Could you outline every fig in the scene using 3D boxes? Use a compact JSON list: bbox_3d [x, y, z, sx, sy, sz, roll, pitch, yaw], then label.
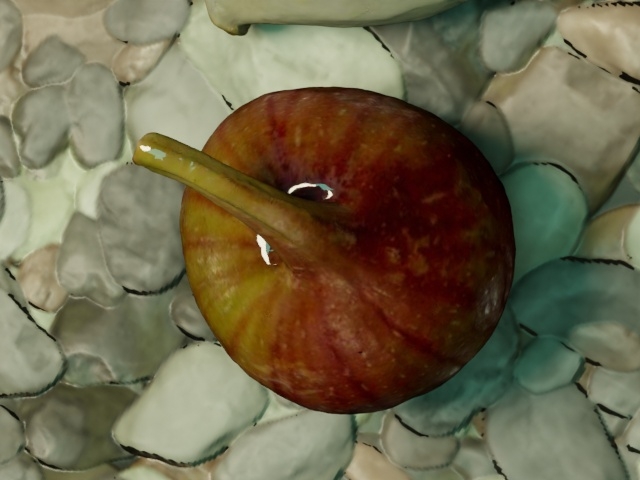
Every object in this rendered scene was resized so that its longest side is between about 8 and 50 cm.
[{"bbox_3d":[0.007,0.003,0.930,0.175,0.207,0.175,0,88,6],"label":"fig"}]

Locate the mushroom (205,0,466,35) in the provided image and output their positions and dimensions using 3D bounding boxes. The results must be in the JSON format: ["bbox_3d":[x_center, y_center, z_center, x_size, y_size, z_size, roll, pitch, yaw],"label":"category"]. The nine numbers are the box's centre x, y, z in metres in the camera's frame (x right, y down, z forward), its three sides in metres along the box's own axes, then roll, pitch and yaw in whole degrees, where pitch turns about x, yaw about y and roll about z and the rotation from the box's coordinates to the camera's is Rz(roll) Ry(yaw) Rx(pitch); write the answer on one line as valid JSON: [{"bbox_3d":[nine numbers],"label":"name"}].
[{"bbox_3d":[0.095,-0.187,0.945,0.351,0.097,0.109,-25,91,16],"label":"mushroom"}]
